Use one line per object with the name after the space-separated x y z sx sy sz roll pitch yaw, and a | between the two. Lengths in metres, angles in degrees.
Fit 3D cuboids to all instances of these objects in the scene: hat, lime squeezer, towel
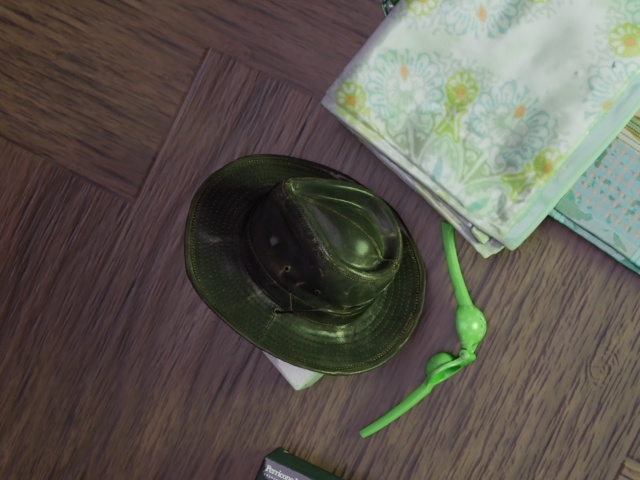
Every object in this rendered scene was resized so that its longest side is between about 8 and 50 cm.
0.000 0.000 1.375 0.331 0.134 0.331 9 60 -16 | hat
0.152 0.136 1.457 0.110 0.059 0.310 22 92 10 | lime squeezer
0.226 -0.209 1.381 0.320 0.090 0.374 42 101 7 | towel
0.470 -0.127 1.388 0.271 0.040 0.370 35 104 10 | towel

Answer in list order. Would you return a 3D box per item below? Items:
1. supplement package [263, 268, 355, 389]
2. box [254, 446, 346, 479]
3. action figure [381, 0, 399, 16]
-0.042 0.097 1.469 0.105 0.105 0.179 -42 81 4 | supplement package
-0.026 0.381 1.460 0.156 0.093 0.158 23 90 11 | box
0.154 -0.279 1.476 0.137 0.063 0.232 -38 78 10 | action figure
